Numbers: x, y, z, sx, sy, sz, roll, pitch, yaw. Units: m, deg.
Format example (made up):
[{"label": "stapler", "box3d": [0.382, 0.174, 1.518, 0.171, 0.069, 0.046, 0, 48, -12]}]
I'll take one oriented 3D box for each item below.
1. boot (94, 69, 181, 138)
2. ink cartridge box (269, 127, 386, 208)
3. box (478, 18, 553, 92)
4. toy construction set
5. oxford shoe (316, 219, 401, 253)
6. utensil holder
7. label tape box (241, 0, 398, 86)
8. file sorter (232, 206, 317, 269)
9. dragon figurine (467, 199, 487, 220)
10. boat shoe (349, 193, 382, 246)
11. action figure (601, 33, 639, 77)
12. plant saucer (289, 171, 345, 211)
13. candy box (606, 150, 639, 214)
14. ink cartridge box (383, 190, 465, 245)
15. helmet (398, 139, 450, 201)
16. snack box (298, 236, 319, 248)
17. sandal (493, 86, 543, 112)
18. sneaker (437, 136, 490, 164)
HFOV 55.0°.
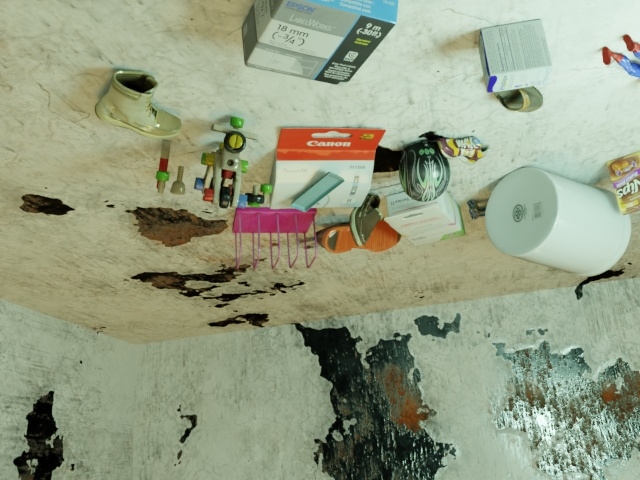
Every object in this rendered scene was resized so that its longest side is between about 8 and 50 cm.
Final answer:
[{"label": "boot", "box3d": [-0.415, -0.327, 1.482, 0.213, 0.077, 0.165, 12, 152, -31]}, {"label": "ink cartridge box", "box3d": [0.013, -0.210, 1.869, 0.308, 0.091, 0.385, -1, 160, -11]}, {"label": "box", "box3d": [0.433, -0.412, 1.378, 0.137, 0.126, 0.072, -7, 161, 7]}, {"label": "toy construction set", "box3d": [-0.295, -0.227, 1.683, 0.309, 0.237, 0.257, 11, -169, 6]}, {"label": "oxford shoe", "box3d": [0.149, -0.028, 2.395, 0.364, 0.130, 0.133, -1, -167, -29]}, {"label": "utensil holder", "box3d": [0.809, -0.063, 2.122, 0.385, 0.327, 0.327, 12, 154, -32]}, {"label": "label tape box", "box3d": [0.012, -0.453, 1.200, 0.241, 0.105, 0.334, 4, 158, -25]}, {"label": "file sorter", "box3d": [-0.168, 0.001, 2.255, 0.291, 0.182, 0.202, 0, 159, -13]}, {"label": "dragon figurine", "box3d": [0.671, -0.089, 2.315, 0.289, 0.085, 0.144, 27, 144, -37]}, {"label": "boat shoe", "box3d": [0.159, -0.081, 2.066, 0.095, 0.257, 0.095, -16, 124, 20]}, {"label": "action figure", "box3d": [0.811, -0.391, 1.517, 0.280, 0.139, 0.091, 8, 157, -37]}, {"label": "plant saucer", "box3d": [-0.012, -0.150, 1.892, 0.067, 0.018, 0.192, 20, 138, -37]}, {"label": "candy box", "box3d": [1.023, -0.188, 2.018, 0.109, 0.186, 0.053, -20, 156, 33]}, {"label": "ink cartridge box", "box3d": [0.369, -0.097, 2.204, 0.207, 0.119, 0.353, -14, 159, 24]}, {"label": "helmet", "box3d": [0.314, -0.201, 1.855, 0.169, 0.161, 0.169, -4, 159, -2]}, {"label": "snack box", "box3d": [0.000, 0.000, 2.516, 0.178, 0.022, 0.064, -15, 156, 26]}, {"label": "sandal", "box3d": [0.505, -0.372, 1.590, 0.090, 0.060, 0.219, -20, 154, 35]}, {"label": "sneaker", "box3d": [0.424, -0.281, 1.821, 0.185, 0.069, 0.084, 6, 149, -43]}]
